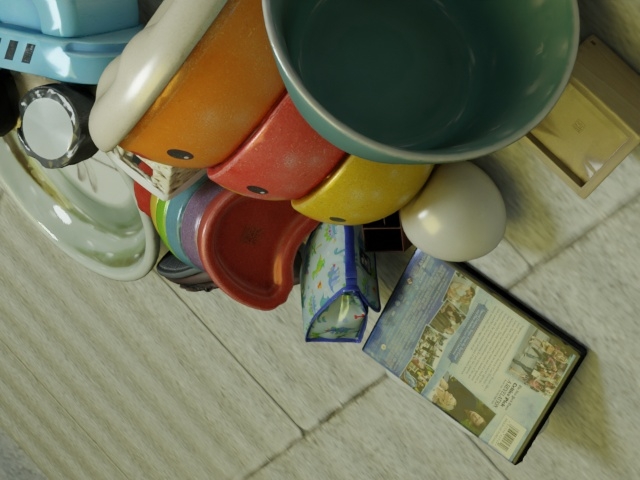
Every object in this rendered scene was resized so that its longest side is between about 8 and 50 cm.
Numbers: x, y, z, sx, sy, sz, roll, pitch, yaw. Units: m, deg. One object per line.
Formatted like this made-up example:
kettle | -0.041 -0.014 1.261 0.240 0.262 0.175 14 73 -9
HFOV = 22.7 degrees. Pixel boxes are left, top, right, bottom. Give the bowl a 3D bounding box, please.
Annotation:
bowl | 0.079 -0.197 1.565 0.311 0.311 0.163 46 158 3

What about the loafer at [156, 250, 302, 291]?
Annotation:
loafer | -0.132 0.040 2.316 0.302 0.109 0.095 -11 121 53

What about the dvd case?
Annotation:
dvd case | 0.188 0.138 1.998 0.253 0.022 0.180 36 115 20

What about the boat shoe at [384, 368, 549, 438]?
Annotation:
boat shoe | 0.180 0.172 2.076 0.267 0.096 0.088 32 152 41

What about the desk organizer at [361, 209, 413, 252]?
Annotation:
desk organizer | 0.081 -0.036 1.994 0.047 0.050 0.130 27 145 32

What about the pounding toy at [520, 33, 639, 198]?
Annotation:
pounding toy | 0.263 -0.129 1.621 0.130 0.100 0.141 44 140 6

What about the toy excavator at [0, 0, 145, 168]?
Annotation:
toy excavator | -0.394 -0.358 2.092 0.433 0.222 0.445 15 109 27

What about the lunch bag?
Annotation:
lunch bag | 0.026 0.045 2.070 0.151 0.096 0.129 102 166 -58

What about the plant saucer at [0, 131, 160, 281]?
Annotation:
plant saucer | -0.367 -0.123 2.431 0.400 0.100 0.400 34 148 24

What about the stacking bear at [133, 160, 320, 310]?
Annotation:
stacking bear | -0.153 -0.045 2.128 0.164 0.175 0.289 18 -173 -36

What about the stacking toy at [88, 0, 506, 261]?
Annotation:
stacking toy | 0.015 -0.132 1.786 0.480 0.351 0.350 35 152 -10

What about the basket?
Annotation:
basket | -0.174 -0.151 2.006 0.113 0.167 0.103 38 146 16

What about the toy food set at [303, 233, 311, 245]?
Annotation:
toy food set | 0.000 0.000 2.174 0.082 0.020 0.083 40 150 14
